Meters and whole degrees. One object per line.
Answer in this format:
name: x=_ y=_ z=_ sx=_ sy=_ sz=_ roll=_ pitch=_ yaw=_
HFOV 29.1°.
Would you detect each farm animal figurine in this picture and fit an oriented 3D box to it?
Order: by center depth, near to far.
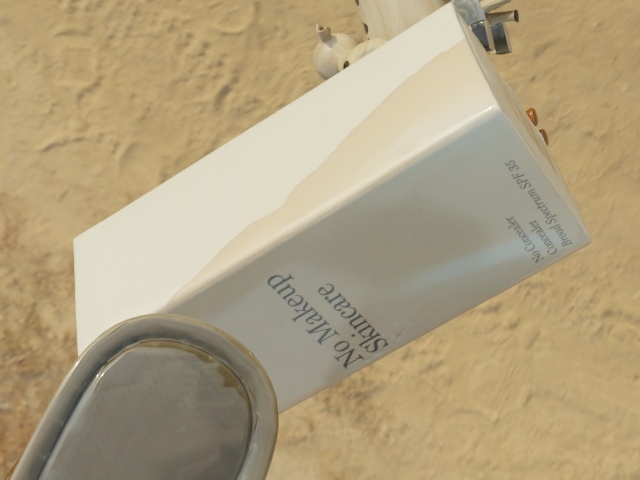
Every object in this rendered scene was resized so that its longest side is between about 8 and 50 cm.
farm animal figurine: x=0.086 y=-0.170 z=1.191 sx=0.172 sy=0.330 sz=0.327 roll=-13 pitch=72 yaw=24

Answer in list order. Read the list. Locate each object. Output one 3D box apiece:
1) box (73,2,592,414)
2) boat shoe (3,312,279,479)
box: x=0.000 y=0.000 z=0.818 sx=0.311 sy=0.121 sz=0.148 roll=-32 pitch=130 yaw=16
boat shoe: x=-0.110 y=0.171 z=0.440 sx=0.110 sy=0.307 sz=0.104 roll=36 pitch=166 yaw=2
